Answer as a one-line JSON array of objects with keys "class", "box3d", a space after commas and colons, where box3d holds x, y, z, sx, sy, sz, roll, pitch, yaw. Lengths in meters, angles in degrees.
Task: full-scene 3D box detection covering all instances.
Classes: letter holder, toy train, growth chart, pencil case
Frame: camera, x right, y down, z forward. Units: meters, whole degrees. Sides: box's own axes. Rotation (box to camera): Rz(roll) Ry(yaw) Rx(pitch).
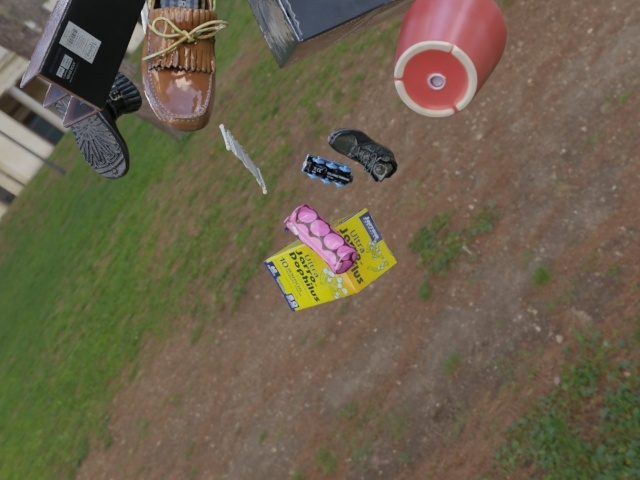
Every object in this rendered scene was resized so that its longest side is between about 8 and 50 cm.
[{"class": "letter holder", "box3d": [-0.553, -0.433, 1.519, 0.214, 0.152, 0.302, -9, 60, 47]}, {"class": "toy train", "box3d": [0.024, -0.239, 2.298, 0.105, 0.184, 0.080, -116, 44, -67]}, {"class": "growth chart", "box3d": [-0.258, -0.279, 2.271, 0.021, 0.237, 0.172, -34, 34, 9]}, {"class": "pencil case", "box3d": [0.000, 0.000, 1.787, 0.095, 0.209, 0.098, -56, -21, 20]}]

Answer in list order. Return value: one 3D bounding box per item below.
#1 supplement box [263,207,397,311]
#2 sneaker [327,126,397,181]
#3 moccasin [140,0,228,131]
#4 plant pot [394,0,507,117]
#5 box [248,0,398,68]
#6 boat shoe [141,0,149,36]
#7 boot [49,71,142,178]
[{"class": "supplement box", "box3d": [0.022, 0.066, 2.061, 0.195, 0.194, 0.356, -34, 6, -37]}, {"class": "sneaker", "box3d": [0.131, -0.244, 1.927, 0.087, 0.227, 0.130, -54, 30, 21]}, {"class": "moccasin", "box3d": [-0.235, -0.365, 1.171, 0.147, 0.139, 0.380, 125, 149, -63]}, {"class": "plant pot", "box3d": [0.298, -0.439, 1.621, 0.275, 0.275, 0.243, -37, 19, 42]}, {"class": "box", "box3d": [0.056, -0.758, 1.960, 0.479, 0.298, 0.472, -26, 8, -6]}, {"class": "boat shoe", "box3d": [-0.513, -0.637, 2.222, 0.095, 0.335, 0.112, -18, 20, -22]}, {"class": "boot", "box3d": [-0.637, -0.369, 2.065, 0.131, 0.348, 0.260, -27, 6, 27]}]
